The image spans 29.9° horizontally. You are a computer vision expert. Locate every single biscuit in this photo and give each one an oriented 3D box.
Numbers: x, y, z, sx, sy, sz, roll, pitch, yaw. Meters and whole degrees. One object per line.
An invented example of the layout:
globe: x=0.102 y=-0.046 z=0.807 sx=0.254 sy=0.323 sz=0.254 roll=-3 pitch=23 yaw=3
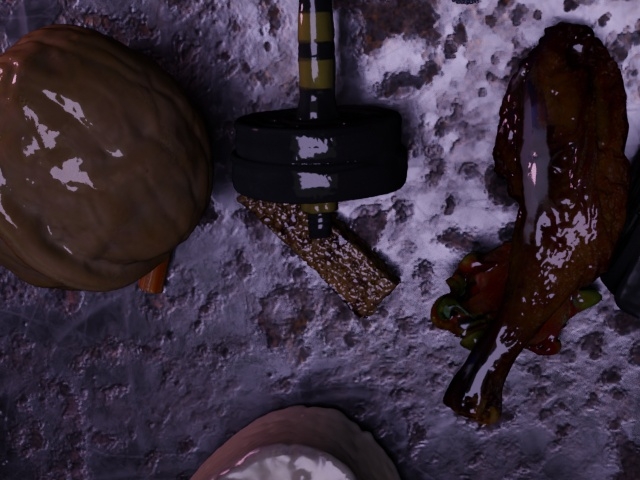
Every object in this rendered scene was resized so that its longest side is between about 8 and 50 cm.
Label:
biscuit: x=0.000 y=0.000 z=1.320 sx=0.199 sy=0.034 sz=0.064 roll=44 pitch=109 yaw=-2

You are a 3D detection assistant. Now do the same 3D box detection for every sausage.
sausage: x=-0.184 y=0.006 z=1.365 sx=0.031 sy=0.031 sz=0.107 roll=16 pitch=108 yaw=8

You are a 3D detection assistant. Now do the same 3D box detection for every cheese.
cheese: x=-0.033 y=0.364 z=1.363 sx=0.292 sy=0.153 sz=0.332 roll=38 pitch=111 yaw=1

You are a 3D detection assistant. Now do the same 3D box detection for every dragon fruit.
dragon fruit: x=0.193 y=0.073 z=1.266 sx=0.142 sy=0.175 sz=0.138 roll=-28 pitch=87 yaw=48

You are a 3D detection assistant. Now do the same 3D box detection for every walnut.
walnut: x=-0.249 y=-0.078 z=1.235 sx=0.296 sy=0.285 sz=0.285 roll=-25 pitch=99 yaw=39

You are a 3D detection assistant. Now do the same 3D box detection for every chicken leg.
chicken leg: x=0.209 y=-0.017 z=1.146 sx=0.158 sy=0.096 sz=0.407 roll=8 pitch=83 yaw=50

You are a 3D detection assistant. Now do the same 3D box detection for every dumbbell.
dumbbell: x=-0.004 y=-0.191 z=1.192 sx=0.185 sy=0.185 sz=0.388 roll=2 pitch=106 yaw=12

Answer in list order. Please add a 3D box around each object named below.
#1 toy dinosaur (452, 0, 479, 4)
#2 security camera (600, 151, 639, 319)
toy dinosaur: x=0.142 y=-0.279 z=1.210 sx=0.197 sy=0.045 sz=0.080 roll=-5 pitch=116 yaw=21
security camera: x=0.428 y=0.008 z=1.146 sx=0.277 sy=0.191 sz=0.197 roll=22 pitch=113 yaw=4
